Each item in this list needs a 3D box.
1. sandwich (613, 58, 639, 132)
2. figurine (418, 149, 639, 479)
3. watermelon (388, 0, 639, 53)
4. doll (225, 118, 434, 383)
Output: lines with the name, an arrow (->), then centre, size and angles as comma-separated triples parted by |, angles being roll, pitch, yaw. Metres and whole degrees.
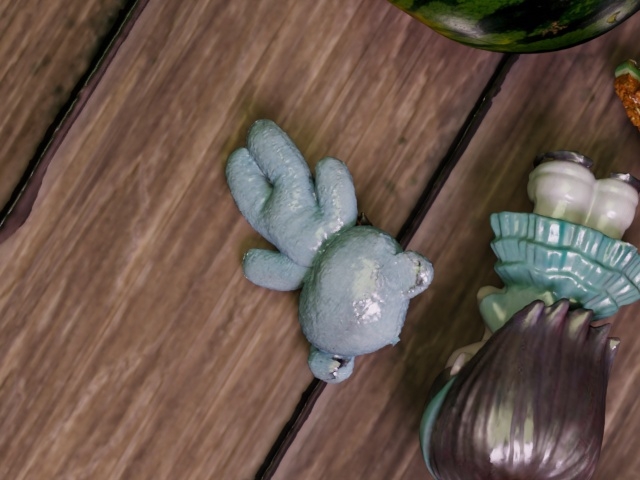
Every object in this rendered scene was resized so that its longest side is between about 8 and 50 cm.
sandwich -> 0.238, -0.060, 1.260 | 0.067, 0.029, 0.135 | 11, 60, -32
figurine -> 0.152, 0.068, 1.221 | 0.138, 0.110, 0.245 | 23, 75, -12
watermelon -> 0.118, -0.252, 1.207 | 0.269, 0.269, 0.269 | 0, 80, 2
doll -> 0.004, 0.001, 1.262 | 0.120, 0.075, 0.180 | -50, 56, 31
